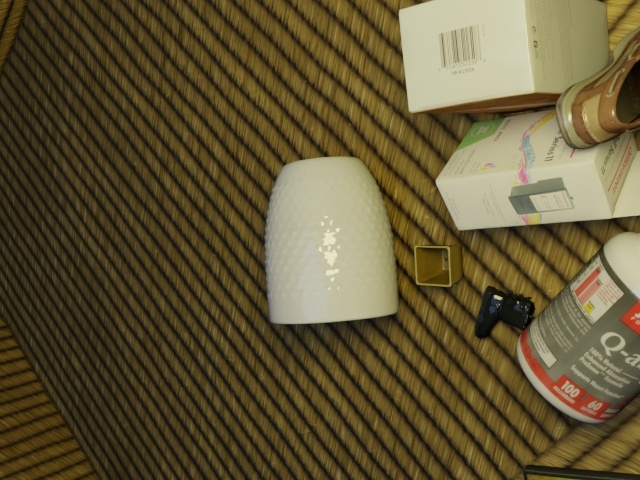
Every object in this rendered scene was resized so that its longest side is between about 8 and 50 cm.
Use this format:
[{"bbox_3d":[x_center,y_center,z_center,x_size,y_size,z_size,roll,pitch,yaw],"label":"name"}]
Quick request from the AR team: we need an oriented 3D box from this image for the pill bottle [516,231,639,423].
[{"bbox_3d":[0.513,0.118,1.269,0.210,0.210,0.363,48,124,23],"label":"pill bottle"}]

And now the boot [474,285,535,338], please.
[{"bbox_3d":[0.363,0.153,1.507,0.099,0.045,0.121,21,110,32],"label":"boot"}]

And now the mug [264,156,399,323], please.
[{"bbox_3d":[0.000,0.000,1.659,0.374,0.276,0.327,171,94,-70],"label":"mug"}]

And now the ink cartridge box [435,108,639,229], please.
[{"bbox_3d":[0.403,-0.132,1.304,0.354,0.207,0.119,-5,126,39],"label":"ink cartridge box"}]

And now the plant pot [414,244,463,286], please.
[{"bbox_3d":[0.248,0.046,1.555,0.082,0.083,0.081,1,98,38],"label":"plant pot"}]

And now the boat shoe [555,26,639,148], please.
[{"bbox_3d":[0.498,-0.244,1.167,0.123,0.324,0.116,56,156,-17],"label":"boat shoe"}]

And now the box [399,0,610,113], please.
[{"bbox_3d":[0.317,-0.306,1.269,0.215,0.345,0.168,-3,96,40],"label":"box"}]

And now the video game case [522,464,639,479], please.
[{"bbox_3d":[0.532,0.558,1.441,0.275,0.035,0.248,-8,93,41],"label":"video game case"}]
